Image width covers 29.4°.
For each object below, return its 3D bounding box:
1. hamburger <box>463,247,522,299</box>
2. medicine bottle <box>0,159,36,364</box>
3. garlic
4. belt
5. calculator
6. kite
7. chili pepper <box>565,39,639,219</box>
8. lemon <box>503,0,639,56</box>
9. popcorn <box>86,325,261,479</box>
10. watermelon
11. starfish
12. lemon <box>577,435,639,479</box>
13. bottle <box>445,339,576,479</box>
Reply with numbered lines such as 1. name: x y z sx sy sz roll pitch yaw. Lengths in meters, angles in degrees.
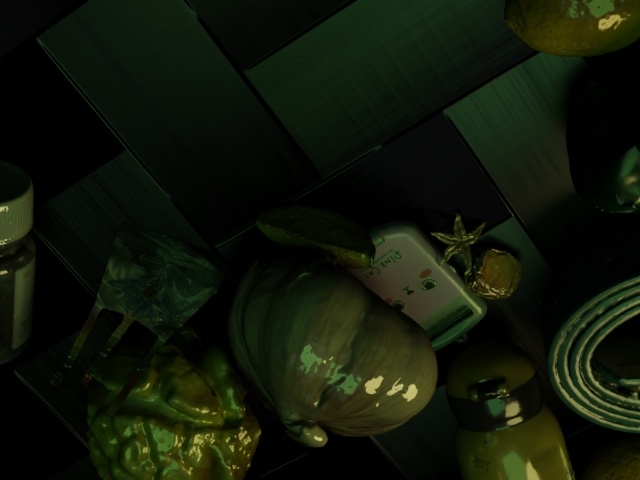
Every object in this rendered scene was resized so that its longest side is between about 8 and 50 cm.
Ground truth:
1. hamburger: 0.252 0.049 1.786 0.083 0.044 0.076 23 79 -21
2. medicine bottle: -0.490 0.033 1.741 0.165 0.165 0.273 9 118 -3
3. garlic: 0.011 0.162 1.746 0.241 0.322 0.322 -44 112 -4
4. belt: 0.538 0.122 1.754 0.437 0.173 0.300 -11 120 9
5. calculator: 0.140 0.072 1.812 0.141 0.045 0.246 -36 114 20
6. kite: -0.252 0.109 1.705 0.169 0.310 0.015 24 141 -4
7. chili pepper: 0.452 -0.138 1.567 0.233 0.256 0.248 22 125 -10
8. lemon: 0.330 -0.314 1.517 0.207 0.170 0.170 -4 120 13
9. popcorn: -0.226 0.254 1.801 0.247 0.282 0.282 -10 121 -14
10. watermelon: 0.000 0.007 1.746 0.182 0.092 0.075 17 120 15
11. starfish: 0.206 0.003 1.765 0.086 0.016 0.092 -16 88 -10
12. lemon: 0.506 0.405 1.903 0.192 0.231 0.192 -24 135 -26
13. bottle: 0.292 0.319 1.850 0.172 0.171 0.351 -14 103 9
